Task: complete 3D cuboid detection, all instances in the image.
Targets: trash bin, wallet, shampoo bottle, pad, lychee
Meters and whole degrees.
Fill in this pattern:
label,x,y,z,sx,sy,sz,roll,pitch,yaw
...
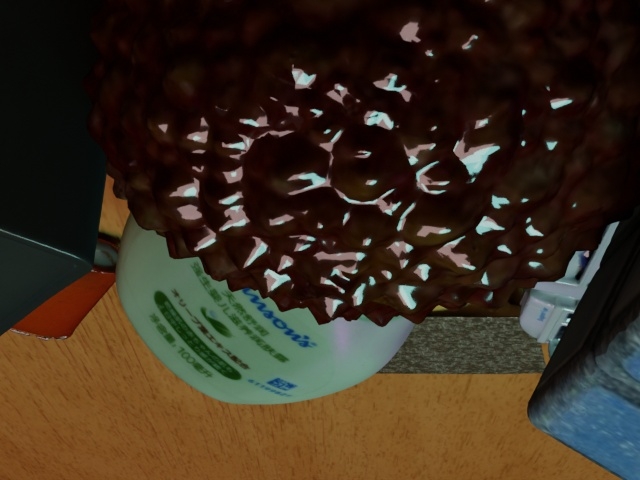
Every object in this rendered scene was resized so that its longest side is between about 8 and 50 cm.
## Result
label,x,y,z,sx,sy,sz,roll,pitch,yaw
trash bin,-0.183,-0.081,0.623,0.115,0.225,0.165,20,151,-28
wallet,-0.278,0.035,1.098,0.142,0.045,0.204,18,151,-20
shampoo bottle,0.000,0.000,0.814,0.222,0.151,0.349,50,142,-9
pad,0.099,0.104,1.133,0.235,0.003,0.158,-1,154,16
lychee,0.036,-0.089,0.544,0.264,0.300,0.264,39,149,28

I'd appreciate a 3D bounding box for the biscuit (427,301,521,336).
label,x,y,z,sx,sy,sz,roll,pitch,yaw
biscuit,0.072,0.070,1.109,0.250,0.030,0.160,20,151,-27

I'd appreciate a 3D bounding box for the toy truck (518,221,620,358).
label,x,y,z,sx,sy,sz,roll,pitch,yaw
toy truck,0.210,-0.006,0.819,0.155,0.124,0.268,12,153,4

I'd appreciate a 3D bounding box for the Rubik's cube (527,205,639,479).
label,x,y,z,sx,sy,sz,roll,pitch,yaw
Rubik's cube,0.313,-0.006,0.491,0.301,0.303,0.305,31,153,5
